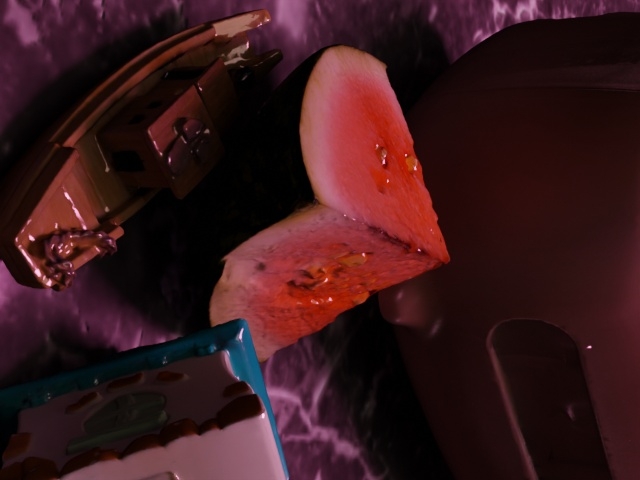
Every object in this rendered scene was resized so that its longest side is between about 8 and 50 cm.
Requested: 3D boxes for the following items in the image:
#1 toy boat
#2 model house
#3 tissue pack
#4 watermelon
[{"bbox_3d":[-0.083,-0.053,0.517,0.206,0.072,0.064,-52,132,-37],"label":"toy boat"},{"bbox_3d":[-0.081,0.104,0.494,0.127,0.149,0.100,-16,110,-7],"label":"model house"},{"bbox_3d":[0.200,0.054,0.750,0.277,0.267,0.387,-57,136,-39],"label":"tissue pack"},{"bbox_3d":[-0.018,-0.011,0.579,0.137,0.145,0.193,54,28,-13],"label":"watermelon"}]
